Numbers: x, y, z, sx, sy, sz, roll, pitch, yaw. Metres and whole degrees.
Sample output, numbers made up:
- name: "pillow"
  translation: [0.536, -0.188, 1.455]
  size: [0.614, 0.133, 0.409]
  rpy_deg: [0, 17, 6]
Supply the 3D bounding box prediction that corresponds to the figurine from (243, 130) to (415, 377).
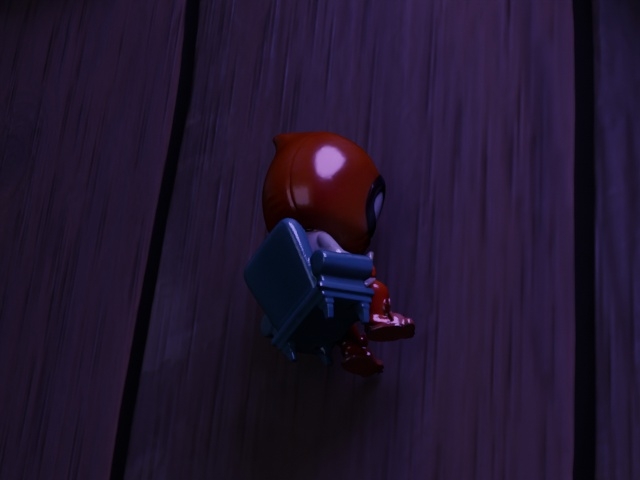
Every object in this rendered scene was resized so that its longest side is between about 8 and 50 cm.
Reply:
- name: "figurine"
  translation: [0.000, 0.000, 0.789]
  size: [0.068, 0.075, 0.140]
  rpy_deg: [-51, 38, 41]
